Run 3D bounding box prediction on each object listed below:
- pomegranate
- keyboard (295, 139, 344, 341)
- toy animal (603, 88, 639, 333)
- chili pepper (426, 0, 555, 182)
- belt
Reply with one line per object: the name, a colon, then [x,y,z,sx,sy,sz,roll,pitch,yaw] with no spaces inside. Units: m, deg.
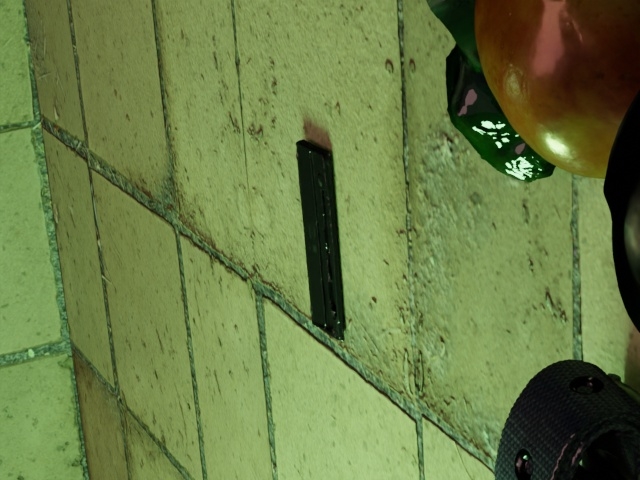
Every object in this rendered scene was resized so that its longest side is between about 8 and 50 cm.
pomegranate: [0.210,-0.152,1.142,0.209,0.209,0.209,167,90,-68]
keyboard: [0.000,0.000,1.968,0.087,0.017,0.250,30,129,59]
toy animal: [0.289,-0.074,0.941,0.251,0.251,0.310,-130,32,-48]
chili pepper: [0.165,-0.161,1.363,0.148,0.116,0.264,60,153,30]
belt: [0.231,0.220,1.401,0.126,0.140,0.230,-132,34,-59]
